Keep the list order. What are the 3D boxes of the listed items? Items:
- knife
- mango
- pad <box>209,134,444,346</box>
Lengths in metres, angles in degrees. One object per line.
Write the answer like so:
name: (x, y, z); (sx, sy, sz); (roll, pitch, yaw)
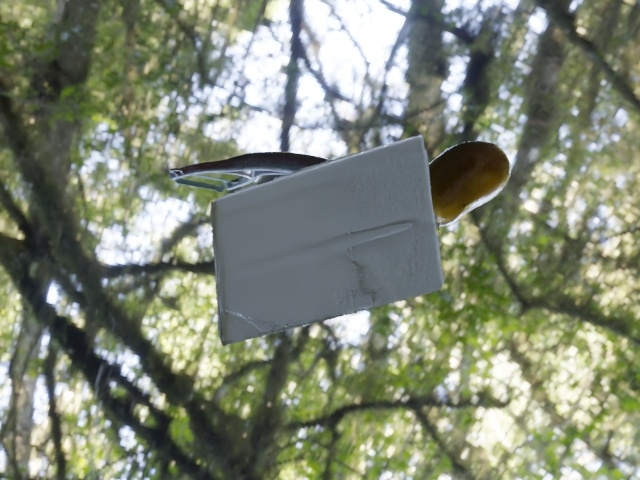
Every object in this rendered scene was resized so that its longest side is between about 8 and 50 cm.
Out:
knife: (-0.058, -0.083, 1.335); (0.278, 0.053, 0.123); (4, -179, 41)
mango: (0.205, -0.086, 1.642); (0.178, 0.090, 0.115); (-37, -147, -22)
pad: (0.000, 0.000, 1.008); (0.004, 0.232, 0.156); (35, -136, -56)
